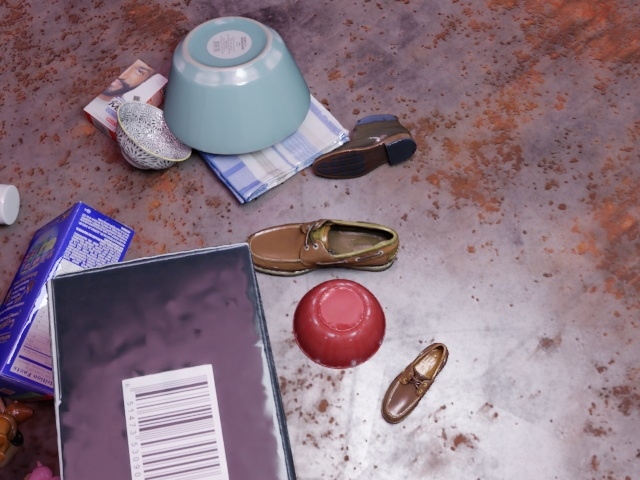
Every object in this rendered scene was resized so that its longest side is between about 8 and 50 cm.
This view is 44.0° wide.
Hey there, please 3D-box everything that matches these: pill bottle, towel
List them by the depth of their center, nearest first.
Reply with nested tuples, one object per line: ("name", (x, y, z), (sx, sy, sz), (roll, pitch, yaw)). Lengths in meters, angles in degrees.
("pill bottle", (-0.706, -0.079, 1.565), (0.194, 0.108, 0.108), (5, 67, 1))
("towel", (-0.107, -0.219, 1.666), (0.285, 0.034, 0.209), (-34, 71, -20))

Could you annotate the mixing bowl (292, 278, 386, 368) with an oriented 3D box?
("mixing bowl", (0.037, 0.142, 1.493), (0.182, 0.098, 0.181), (0, 66, -1))

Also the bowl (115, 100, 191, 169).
("bowl", (-0.358, -0.199, 1.624), (0.080, 0.170, 0.170), (-46, 69, 28))

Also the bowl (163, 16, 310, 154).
("bowl", (-0.180, -0.338, 1.614), (0.312, 0.163, 0.311), (-2, 51, 3))

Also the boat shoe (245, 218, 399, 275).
("boat shoe", (0.000, 0.000, 1.548), (0.308, 0.104, 0.110), (-3, 67, -3))

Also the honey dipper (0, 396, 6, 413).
("honey dipper", (-0.596, 0.280, 1.457), (0.031, 0.030, 0.160), (-29, 72, -13))

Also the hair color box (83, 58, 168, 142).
("hair color box", (-0.411, -0.299, 1.696), (0.093, 0.053, 0.167), (36, 70, 14))

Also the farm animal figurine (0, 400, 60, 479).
("farm animal figurine", (-0.537, 0.401, 1.286), (0.327, 0.330, 0.172), (-24, 29, -6))

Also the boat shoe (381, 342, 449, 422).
("boat shoe", (0.175, 0.257, 1.465), (0.064, 0.060, 0.178), (37, 71, 14))

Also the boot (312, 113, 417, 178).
("boot", (0.083, -0.199, 1.666), (0.219, 0.082, 0.106), (-13, 46, -3))

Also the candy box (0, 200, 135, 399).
("candy box", (-0.478, 0.118, 1.393), (0.122, 0.268, 0.317), (31, 64, -26))

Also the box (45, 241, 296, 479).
("box", (-0.193, 0.326, 1.206), (0.298, 0.471, 0.479), (-10, 67, -7))
